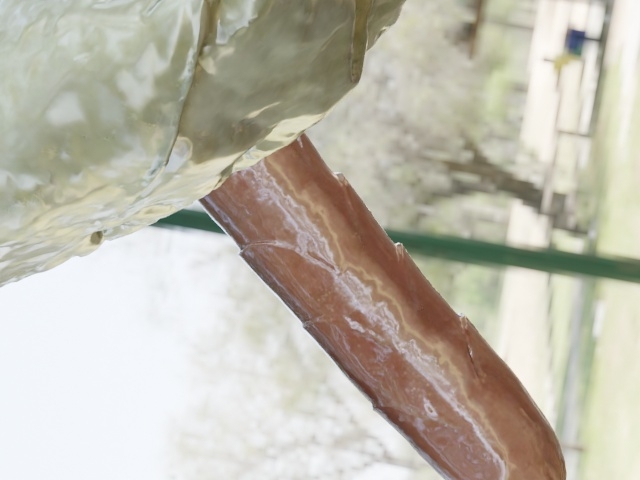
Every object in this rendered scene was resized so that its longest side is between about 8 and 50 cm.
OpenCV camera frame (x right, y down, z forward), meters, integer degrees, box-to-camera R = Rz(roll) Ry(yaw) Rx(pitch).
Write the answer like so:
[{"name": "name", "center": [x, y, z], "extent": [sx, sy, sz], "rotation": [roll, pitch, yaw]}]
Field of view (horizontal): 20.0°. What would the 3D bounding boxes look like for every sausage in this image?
[{"name": "sausage", "center": [-0.002, 0.000, 1.129], "extent": [0.088, 0.433, 0.088], "rotation": [-36, -15, -12]}]

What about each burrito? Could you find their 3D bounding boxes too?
[{"name": "burrito", "center": [-0.103, -0.006, 0.405], "extent": [0.082, 0.275, 0.059], "rotation": [15, -125, -63]}]
